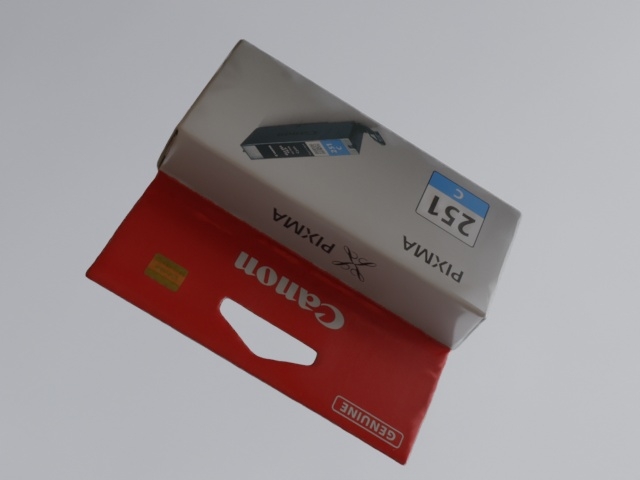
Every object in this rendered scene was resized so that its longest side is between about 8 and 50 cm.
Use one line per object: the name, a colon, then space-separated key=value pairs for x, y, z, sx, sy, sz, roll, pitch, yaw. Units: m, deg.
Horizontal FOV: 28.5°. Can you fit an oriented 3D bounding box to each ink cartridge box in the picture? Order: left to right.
ink cartridge box: x=0.000 y=0.000 z=1.032 sx=0.066 sy=0.296 sz=0.261 roll=-55 pitch=-174 yaw=47
